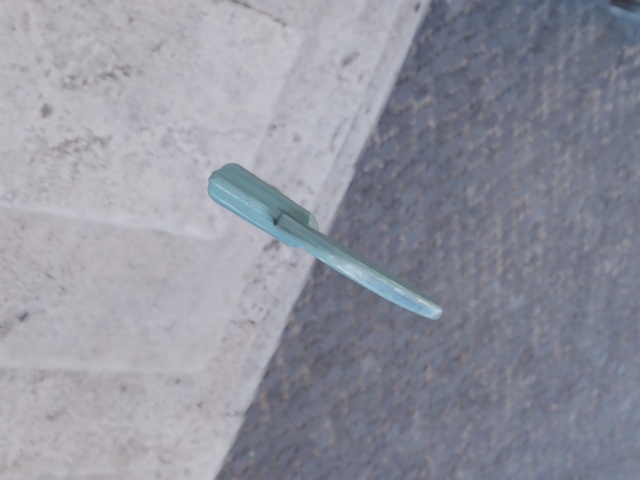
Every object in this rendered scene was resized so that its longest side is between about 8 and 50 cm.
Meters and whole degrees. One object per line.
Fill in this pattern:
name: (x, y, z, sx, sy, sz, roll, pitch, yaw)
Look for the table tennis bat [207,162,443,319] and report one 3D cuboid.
table tennis bat: (0.000, 0.000, 1.064, 0.040, 0.244, 0.153, -60, 152, 3)
